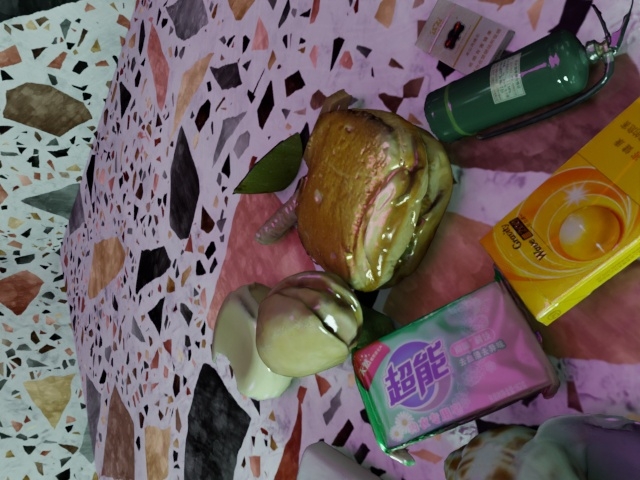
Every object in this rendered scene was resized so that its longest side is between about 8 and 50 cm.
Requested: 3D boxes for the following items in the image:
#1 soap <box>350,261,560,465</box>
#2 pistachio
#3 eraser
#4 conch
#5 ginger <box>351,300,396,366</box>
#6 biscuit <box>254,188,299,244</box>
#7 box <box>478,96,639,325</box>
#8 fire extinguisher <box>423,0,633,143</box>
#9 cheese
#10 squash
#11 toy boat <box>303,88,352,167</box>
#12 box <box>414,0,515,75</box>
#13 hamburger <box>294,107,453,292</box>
[{"bbox_3d":[0.190,0.183,0.727,0.273,0.098,0.218,-31,58,19],"label":"soap"},{"bbox_3d":[-0.025,0.154,0.853,0.181,0.162,0.293,34,143,2],"label":"pistachio"},{"bbox_3d":[0.068,0.509,0.901,0.270,0.094,0.174,10,97,51],"label":"eraser"},{"bbox_3d":[0.285,0.320,0.584,0.367,0.197,0.250,19,69,46],"label":"conch"},{"bbox_3d":[0.081,0.191,0.919,0.289,0.089,0.137,35,134,41],"label":"ginger"},{"bbox_3d":[-0.078,-0.058,1.145,0.219,0.061,0.055,-41,58,41],"label":"biscuit"},{"bbox_3d":[0.339,-0.036,0.609,0.269,0.043,0.152,-47,38,22],"label":"box"},{"bbox_3d":[0.295,-0.227,0.700,0.294,0.093,0.118,-15,91,48],"label":"fire extinguisher"},{"bbox_3d":[-0.154,0.235,1.160,0.266,0.127,0.234,47,121,42],"label":"cheese"},{"bbox_3d":[-0.119,-0.149,1.168,0.085,0.184,0.192,45,133,-5],"label":"squash"},{"bbox_3d":[0.023,-0.216,1.027,0.201,0.077,0.057,-65,32,27],"label":"toy boat"},{"bbox_3d":[0.237,-0.339,0.825,0.167,0.024,0.090,50,124,38],"label":"box"},{"bbox_3d":[0.080,-0.077,0.870,0.284,0.174,0.305,39,116,41],"label":"hamburger"}]
